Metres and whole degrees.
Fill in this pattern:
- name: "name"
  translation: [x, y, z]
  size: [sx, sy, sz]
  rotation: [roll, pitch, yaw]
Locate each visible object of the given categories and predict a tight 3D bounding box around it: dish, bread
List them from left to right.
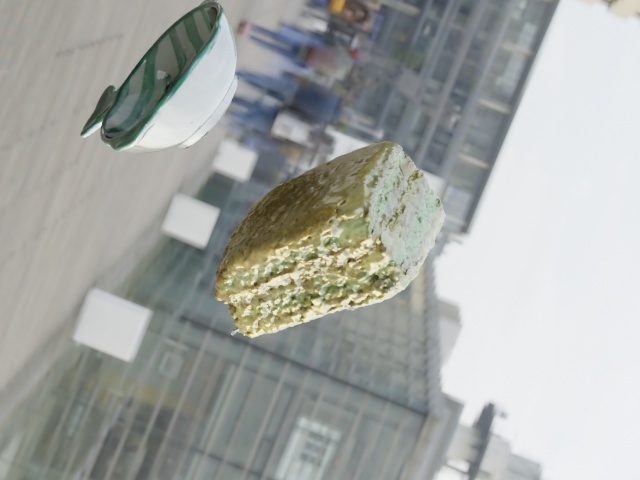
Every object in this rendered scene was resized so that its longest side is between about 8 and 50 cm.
- name: "dish"
  translation: [-0.161, -0.159, 1.380]
  size: [0.246, 0.078, 0.224]
  rotation: [-20, -141, 47]
- name: "bread"
  translation: [0.000, 0.000, 1.099]
  size: [0.196, 0.102, 0.138]
  rotation: [-19, -156, 35]
